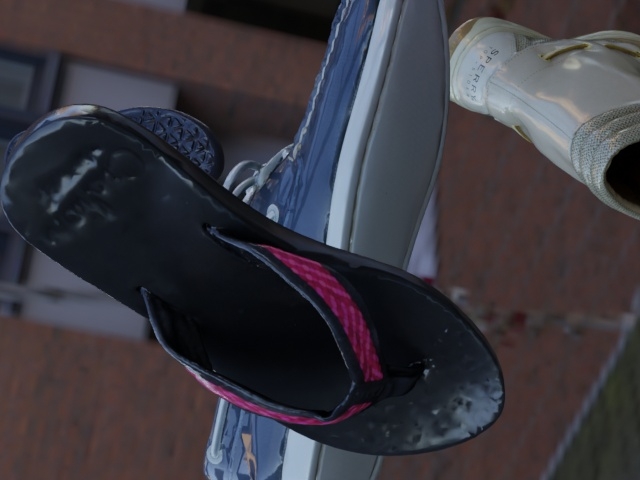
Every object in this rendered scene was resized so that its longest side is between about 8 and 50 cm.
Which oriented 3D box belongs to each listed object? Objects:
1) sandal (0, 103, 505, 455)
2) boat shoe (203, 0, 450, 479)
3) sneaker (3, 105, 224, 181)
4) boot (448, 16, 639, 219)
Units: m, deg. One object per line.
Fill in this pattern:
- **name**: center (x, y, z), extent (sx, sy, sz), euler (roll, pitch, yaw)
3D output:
- **sandal**: center (-0.019, 0.024, 0.546), extent (0.067, 0.179, 0.040), euler (-50, 24, 20)
- **boat shoe**: center (0.000, 0.000, 0.790), extent (0.095, 0.079, 0.255), euler (-14, -65, -57)
- **sneaker**: center (-0.190, -0.078, 1.700), extent (0.097, 0.234, 0.084), euler (26, -112, -66)
- **boot**: center (0.239, -0.086, 1.328), extent (0.203, 0.262, 0.095), euler (40, 114, 44)
